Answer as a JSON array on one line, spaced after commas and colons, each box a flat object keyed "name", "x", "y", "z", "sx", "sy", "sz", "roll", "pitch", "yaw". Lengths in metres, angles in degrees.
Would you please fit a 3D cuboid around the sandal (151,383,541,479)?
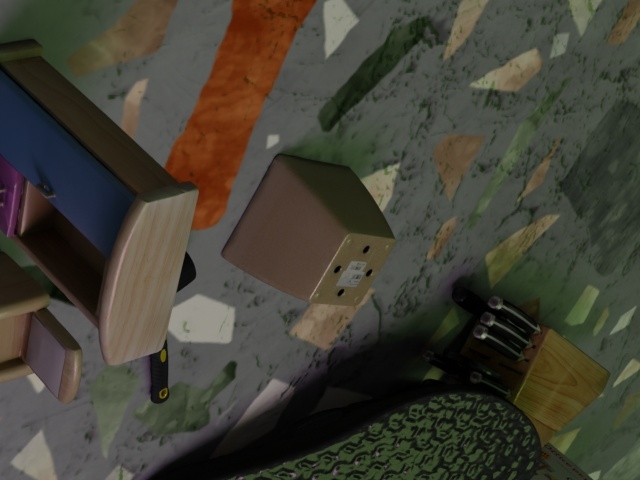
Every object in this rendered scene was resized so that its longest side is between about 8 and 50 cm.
[{"name": "sandal", "x": 0.011, "y": 0.230, "z": 1.645, "sx": 0.446, "sy": 0.107, "sz": 0.167, "roll": -10, "pitch": 116, "yaw": -18}]

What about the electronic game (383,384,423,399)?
[{"name": "electronic game", "x": 0.067, "y": 0.262, "z": 1.815, "sx": 0.229, "sy": 0.048, "sz": 0.229, "roll": -34, "pitch": 141, "yaw": -33}]

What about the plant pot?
[{"name": "plant pot", "x": 0.000, "y": 0.000, "z": 1.430, "sx": 0.109, "sy": 0.096, "sz": 0.109, "roll": 8, "pitch": 117, "yaw": -52}]

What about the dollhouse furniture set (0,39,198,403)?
[{"name": "dollhouse furniture set", "x": -0.277, "y": 0.037, "z": 1.059, "sx": 0.303, "sy": 0.198, "sz": 0.286, "roll": -16, "pitch": 135, "yaw": -39}]

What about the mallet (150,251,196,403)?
[{"name": "mallet", "x": -0.148, "y": 0.084, "z": 1.407, "sx": 0.062, "sy": 0.039, "sz": 0.190, "roll": -25, "pitch": 144, "yaw": -33}]

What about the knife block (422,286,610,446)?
[{"name": "knife block", "x": 0.222, "y": 0.119, "z": 1.803, "sx": 0.276, "sy": 0.088, "sz": 0.242, "roll": -33, "pitch": 135, "yaw": -40}]

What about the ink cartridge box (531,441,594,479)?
[{"name": "ink cartridge box", "x": 0.249, "y": 0.339, "z": 2.031, "sx": 0.176, "sy": 0.128, "sz": 0.127, "roll": 1, "pitch": 122, "yaw": -50}]
